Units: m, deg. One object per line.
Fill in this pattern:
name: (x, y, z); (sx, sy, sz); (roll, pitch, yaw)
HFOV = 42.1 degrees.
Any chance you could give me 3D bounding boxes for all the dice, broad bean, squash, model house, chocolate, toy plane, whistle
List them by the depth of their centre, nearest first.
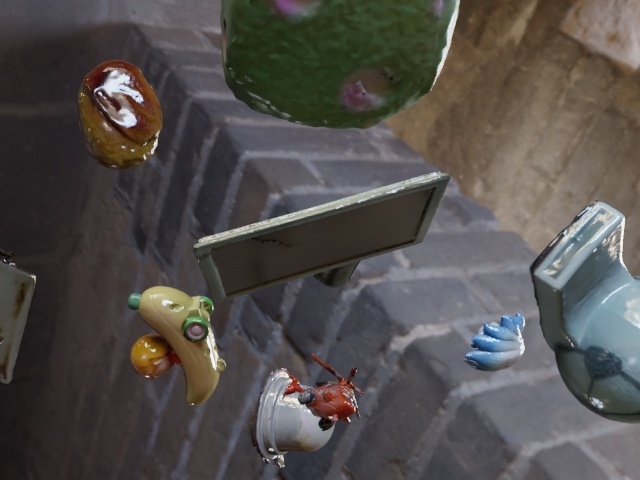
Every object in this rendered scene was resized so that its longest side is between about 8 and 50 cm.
whistle: (0.304, 0.094, 0.818); (0.163, 0.163, 0.289); (-40, 148, -3)
toy plane: (-0.009, 0.223, 1.230); (0.077, 0.194, 0.126); (-45, 131, -25)
dice: (0.015, -0.374, 1.231); (0.319, 0.322, 0.330); (1, 131, -10)
squash: (0.039, 0.003, 1.289); (0.087, 0.087, 0.331); (-25, 168, -19)
broad bean: (-0.381, -0.235, 1.580); (0.156, 0.228, 0.122); (-9, 160, -20)
model house: (-0.792, 0.115, 1.749); (0.317, 0.283, 0.297); (37, 77, -55)
chocolate: (-0.045, 0.391, 1.788); (0.221, 0.147, 0.221); (-35, 130, -55)

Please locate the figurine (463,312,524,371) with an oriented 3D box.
figurine: (0.260, 0.161, 1.267); (0.114, 0.079, 0.114); (-19, 146, -14)

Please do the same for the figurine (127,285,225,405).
figurine: (-0.350, 0.257, 1.978); (0.222, 0.124, 0.324); (-12, 114, 1)

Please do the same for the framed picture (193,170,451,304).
framed picture: (0.000, 0.000, 0.999); (0.293, 0.018, 0.231); (-16, 163, -7)
